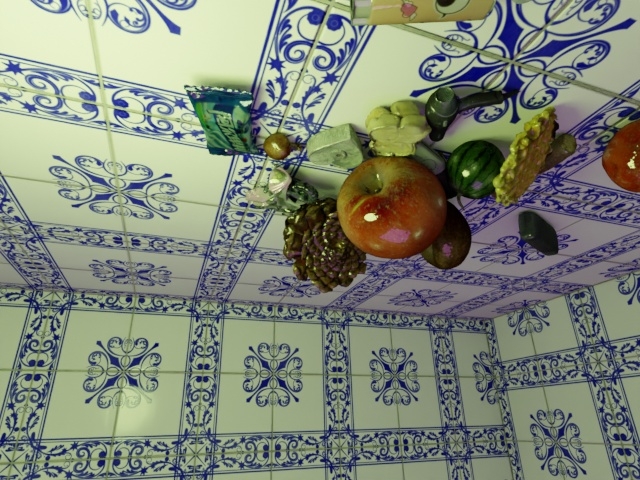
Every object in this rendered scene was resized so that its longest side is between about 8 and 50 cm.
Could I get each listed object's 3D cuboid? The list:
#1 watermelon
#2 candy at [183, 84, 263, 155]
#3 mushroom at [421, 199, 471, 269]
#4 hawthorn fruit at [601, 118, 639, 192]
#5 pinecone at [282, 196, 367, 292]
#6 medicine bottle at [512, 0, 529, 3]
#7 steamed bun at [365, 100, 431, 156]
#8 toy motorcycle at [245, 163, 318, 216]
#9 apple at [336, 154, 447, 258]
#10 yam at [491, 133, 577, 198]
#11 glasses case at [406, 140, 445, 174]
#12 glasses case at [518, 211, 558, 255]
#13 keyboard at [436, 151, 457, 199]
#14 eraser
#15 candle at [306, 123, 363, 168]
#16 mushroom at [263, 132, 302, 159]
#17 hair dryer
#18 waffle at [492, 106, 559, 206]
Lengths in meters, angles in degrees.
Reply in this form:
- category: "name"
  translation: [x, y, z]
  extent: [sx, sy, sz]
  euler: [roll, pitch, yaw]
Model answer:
- category: "watermelon"
  translation: [0.495, -0.221, 1.347]
  extent: [0.188, 0.215, 0.188]
  euler: [39, 178, 1]
- category: "candy"
  translation: [-0.269, -0.338, 1.209]
  extent: [0.186, 0.077, 0.331]
  euler: [3, 158, -4]
- category: "mushroom"
  translation: [0.407, -0.023, 1.607]
  extent: [0.356, 0.335, 0.331]
  euler: [-27, -160, -22]
- category: "hawthorn fruit"
  translation: [1.016, -0.267, 1.310]
  extent: [0.241, 0.242, 0.272]
  euler: [-1, -173, 0]
- category: "pinecone"
  translation: [0.000, 0.000, 1.651]
  extent: [0.383, 0.385, 0.384]
  euler: [-1, 156, -1]
- category: "medicine bottle"
  translation: [0.395, -0.521, 0.812]
  extent: [0.058, 0.091, 0.058]
  euler: [-1, 156, -1]
- category: "steamed bun"
  translation: [0.230, -0.332, 1.219]
  extent: [0.192, 0.106, 0.177]
  euler: [-1, 162, 21]
- category: "toy motorcycle"
  translation: [-0.164, -0.180, 1.511]
  extent: [0.326, 0.143, 0.188]
  euler: [-5, 152, 46]
- category: "apple"
  translation: [0.232, -0.104, 1.351]
  extent: [0.348, 0.349, 0.277]
  euler: [-14, 144, 27]
- category: "yam"
  translation: [0.740, -0.245, 1.470]
  extent: [0.081, 0.081, 0.357]
  euler: [6, 154, -17]
- category: "glasses case"
  translation: [0.336, -0.281, 1.374]
  extent: [0.197, 0.050, 0.076]
  euler: [29, 138, -30]
- category: "glasses case"
  translation: [1.009, -0.028, 1.907]
  extent: [0.323, 0.131, 0.074]
  euler: [21, 153, -40]
- category: "keyboard"
  translation: [0.455, -0.232, 1.547]
  extent: [0.106, 0.027, 0.317]
  euler: [-17, 152, 31]
- category: "eraser"
  translation: [0.205, -0.517, 0.816]
  extent: [0.290, 0.087, 0.171]
  euler: [-2, 155, 0]
- category: "candle"
  translation: [0.059, -0.300, 1.321]
  extent: [0.192, 0.068, 0.168]
  euler: [3, 155, -20]
- category: "mushroom"
  translation: [-0.115, -0.298, 1.317]
  extent: [0.129, 0.073, 0.088]
  euler: [-1, 114, -18]
- category: "hair dryer"
  translation: [0.433, -0.370, 1.179]
  extent: [0.271, 0.092, 0.235]
  euler: [-10, 164, 9]
- category: "waffle"
  translation: [0.638, -0.247, 1.281]
  extent: [0.060, 0.307, 0.311]
  euler: [36, -170, 32]
